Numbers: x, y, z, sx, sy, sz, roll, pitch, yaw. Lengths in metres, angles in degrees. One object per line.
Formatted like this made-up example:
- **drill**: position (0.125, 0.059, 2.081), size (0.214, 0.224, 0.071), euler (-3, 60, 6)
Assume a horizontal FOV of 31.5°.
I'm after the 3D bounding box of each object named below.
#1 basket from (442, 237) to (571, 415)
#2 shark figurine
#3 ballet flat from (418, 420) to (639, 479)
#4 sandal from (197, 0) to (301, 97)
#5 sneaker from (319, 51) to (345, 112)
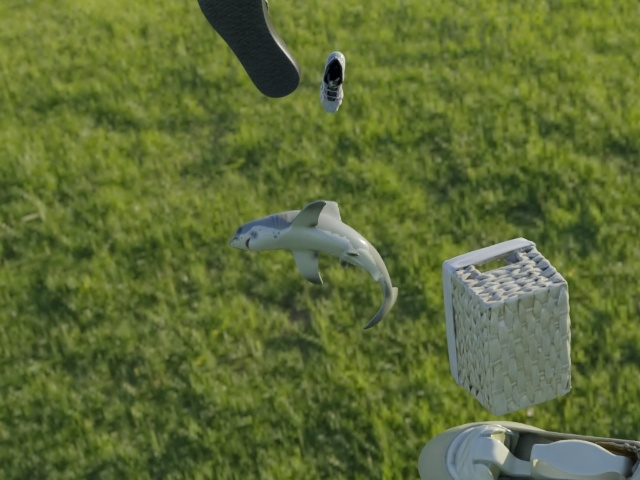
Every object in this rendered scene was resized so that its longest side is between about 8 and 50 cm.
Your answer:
- **basket**: position (0.212, 0.100, 1.275), size (0.113, 0.167, 0.103), euler (-16, 29, -13)
- **shark figurine**: position (0.029, 0.000, 1.642), size (0.278, 0.166, 0.116), euler (28, 38, -16)
- **ballet flat**: position (0.184, 0.196, 1.004), size (0.248, 0.086, 0.086), euler (0, 30, 34)
- **sandal**: position (-0.110, -0.325, 1.666), size (0.097, 0.254, 0.054), euler (-16, 34, 15)
- **sneaker**: position (0.017, -0.241, 1.765), size (0.038, 0.098, 0.069), euler (3, 19, 2)
